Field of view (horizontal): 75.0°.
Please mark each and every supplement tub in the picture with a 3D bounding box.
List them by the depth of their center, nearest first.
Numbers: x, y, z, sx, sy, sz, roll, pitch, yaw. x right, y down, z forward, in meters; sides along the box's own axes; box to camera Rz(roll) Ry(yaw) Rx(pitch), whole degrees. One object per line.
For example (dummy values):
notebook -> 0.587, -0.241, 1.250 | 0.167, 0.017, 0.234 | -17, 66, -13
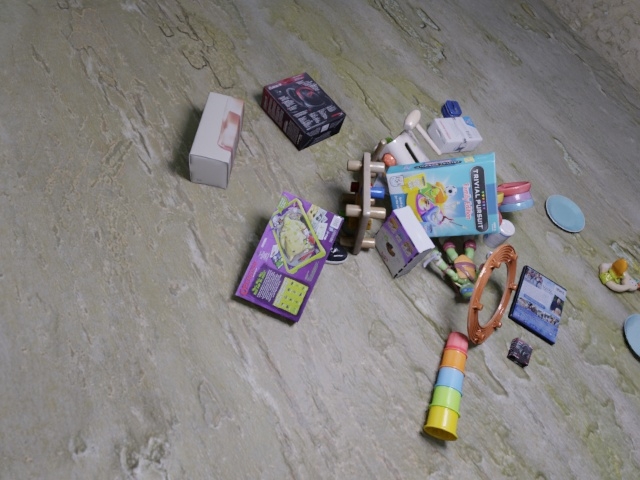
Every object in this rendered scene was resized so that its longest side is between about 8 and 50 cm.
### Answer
supplement tub -> 0.677, -0.025, 1.584 | 0.071, 0.107, 0.071 | 8, 59, -13

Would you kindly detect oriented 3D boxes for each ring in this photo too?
ring -> 0.561, 0.175, 1.330 | 0.032, 0.337, 0.336 | 20, 48, 40

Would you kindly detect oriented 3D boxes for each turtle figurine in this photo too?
turtle figurine -> 0.486, 0.038, 1.419 | 0.274, 0.197, 0.266 | 43, 33, -31

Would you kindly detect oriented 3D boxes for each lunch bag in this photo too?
lunch bag -> 0.606, -0.601, 1.921 | 0.067, 0.065, 0.098 | -3, 62, -18

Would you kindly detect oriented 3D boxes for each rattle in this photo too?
rattle -> 1.226, 0.134, 1.642 | 0.199, 0.143, 0.130 | 21, 39, 3

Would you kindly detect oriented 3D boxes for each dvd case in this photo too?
dvd case -> 0.796, 0.229, 1.524 | 0.180, 0.022, 0.253 | 33, 57, 5

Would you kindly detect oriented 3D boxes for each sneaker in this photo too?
sneaker -> 0.000, 0.000, 1.361 | 0.216, 0.121, 0.079 | 23, 58, -3

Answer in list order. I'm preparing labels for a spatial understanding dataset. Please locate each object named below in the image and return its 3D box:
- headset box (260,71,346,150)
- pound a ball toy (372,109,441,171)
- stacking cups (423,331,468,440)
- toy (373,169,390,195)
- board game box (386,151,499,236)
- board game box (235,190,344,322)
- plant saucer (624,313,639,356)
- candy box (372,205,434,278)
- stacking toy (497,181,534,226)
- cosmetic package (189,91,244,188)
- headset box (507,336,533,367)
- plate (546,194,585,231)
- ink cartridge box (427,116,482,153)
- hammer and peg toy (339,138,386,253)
headset box -> -0.079, -0.524, 1.646 | 0.218, 0.110, 0.293 | -32, 74, -29
pound a ball toy -> 0.324, -0.275, 1.491 | 0.136, 0.208, 0.319 | -46, 110, -26
stacking cups -> 0.384, 0.421, 1.251 | 0.096, 0.096, 0.316 | 24, 56, -2
toy -> 0.310, -0.275, 1.651 | 0.136, 0.056, 0.237 | 25, 57, 0
board game box -> 0.410, -0.139, 1.393 | 0.336, 0.254, 0.079 | -4, 30, 24
board game box -> -0.091, 0.047, 1.268 | 0.208, 0.056, 0.347 | 25, 83, -6
plant saucer -> 1.205, 0.373, 1.553 | 0.194, 0.037, 0.195 | 7, 60, -13
candy box -> 0.269, 0.008, 1.390 | 0.070, 0.196, 0.165 | -17, 68, -25
stacking toy -> 0.628, -0.124, 1.582 | 0.308, 0.279, 0.130 | -18, 101, -29
cosmetic package -> -0.353, -0.347, 1.440 | 0.129, 0.153, 0.296 | 11, 60, -9
headset box -> 0.671, 0.372, 1.398 | 0.062, 0.032, 0.083 | 35, 59, 5
plate -> 1.049, -0.113, 1.795 | 0.188, 0.024, 0.188 | 7, 60, -12
ink cartridge box -> 0.587, -0.463, 1.825 | 0.190, 0.082, 0.140 | -10, 64, -20
hammer and peg toy -> 0.138, -0.169, 1.415 | 0.127, 0.266, 0.361 | 5, 60, -1
